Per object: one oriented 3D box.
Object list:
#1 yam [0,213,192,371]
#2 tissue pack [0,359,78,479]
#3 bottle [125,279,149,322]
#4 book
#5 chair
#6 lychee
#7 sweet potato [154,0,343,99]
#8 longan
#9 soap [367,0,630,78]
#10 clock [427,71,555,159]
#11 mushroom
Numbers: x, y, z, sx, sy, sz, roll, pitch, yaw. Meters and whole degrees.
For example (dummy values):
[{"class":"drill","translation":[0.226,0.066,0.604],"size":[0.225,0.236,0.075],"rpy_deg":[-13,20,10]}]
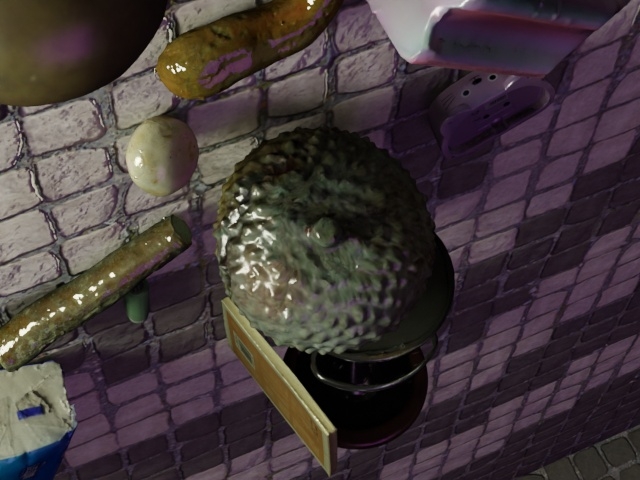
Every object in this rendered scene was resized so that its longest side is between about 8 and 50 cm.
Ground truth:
[{"class":"yam","translation":[-0.268,0.062,1.521],"size":[0.274,0.061,0.061],"rpy_deg":[-33,154,10]},{"class":"tissue pack","translation":[-0.438,0.285,1.680],"size":[0.209,0.137,0.270],"rpy_deg":[-11,149,-32]},{"class":"bottle","translation":[-0.227,0.074,1.613],"size":[0.030,0.030,0.083],"rpy_deg":[-19,154,-16]},{"class":"book","translation":[-0.055,0.199,1.768],"size":[0.018,0.242,0.170],"rpy_deg":[-34,157,-16]},{"class":"chair","translation":[0.053,0.139,1.775],"size":[0.226,0.227,0.401],"rpy_deg":[-21,155,-12]},{"class":"lychee","translation":[0.000,0.000,1.446],"size":[0.255,0.255,0.274],"rpy_deg":[-22,-177,-9]},{"class":"sweet potato","translation":[-0.050,-0.204,1.234],"size":[0.233,0.062,0.081],"rpy_deg":[-32,152,5]},{"class":"longan","translation":[-0.207,-0.188,0.990],"size":[0.189,0.189,0.189],"rpy_deg":[-22,154,-11]},{"class":"soap","translation":[0.179,-0.251,1.209],"size":[0.323,0.193,0.109],"rpy_deg":[-2,147,-42]},{"class":"clock","translation":[0.197,-0.166,1.543],"size":[0.152,0.050,0.110],"rpy_deg":[-30,154,6]},{"class":"mushroom","translation":[-0.165,-0.087,1.330],"size":[0.067,0.084,0.083],"rpy_deg":[8,175,34]}]
